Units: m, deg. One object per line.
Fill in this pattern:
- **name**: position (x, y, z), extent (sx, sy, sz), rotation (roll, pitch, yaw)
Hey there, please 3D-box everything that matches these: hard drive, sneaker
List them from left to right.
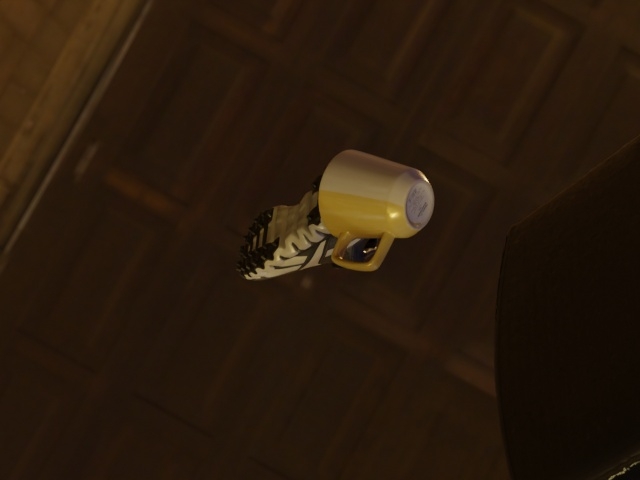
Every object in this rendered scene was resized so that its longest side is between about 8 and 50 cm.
- **sneaker**: position (0.000, 0.000, 1.380), extent (0.234, 0.106, 0.078), rotation (-34, -140, 50)
- **hard drive**: position (0.164, 0.039, 0.708), extent (0.172, 0.054, 0.254), rotation (-38, -156, 29)

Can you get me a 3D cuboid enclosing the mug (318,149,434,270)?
- **mug**: position (0.042, -0.021, 0.914), extent (0.062, 0.064, 0.078), rotation (-11, 106, -49)
